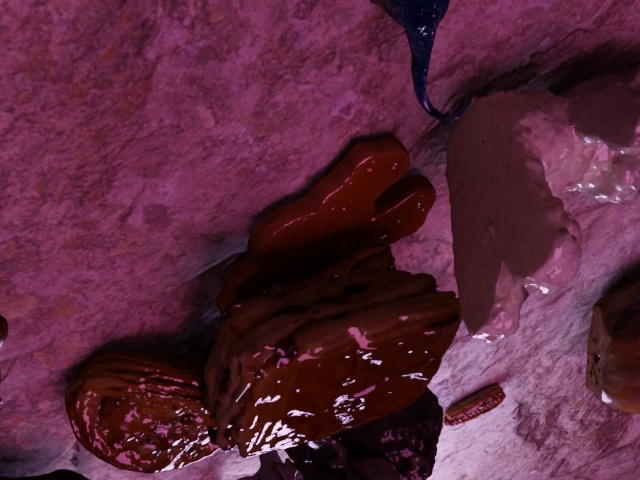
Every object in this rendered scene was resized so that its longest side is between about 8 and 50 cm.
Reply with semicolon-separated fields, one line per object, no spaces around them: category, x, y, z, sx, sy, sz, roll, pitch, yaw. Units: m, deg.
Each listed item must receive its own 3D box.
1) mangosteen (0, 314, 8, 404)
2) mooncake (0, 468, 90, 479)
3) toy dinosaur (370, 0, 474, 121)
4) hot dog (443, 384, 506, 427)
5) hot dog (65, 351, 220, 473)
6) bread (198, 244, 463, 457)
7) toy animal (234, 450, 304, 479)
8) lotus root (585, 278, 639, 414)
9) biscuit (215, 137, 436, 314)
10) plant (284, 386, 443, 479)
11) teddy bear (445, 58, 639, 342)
mangosteen;-0.412;0.123;0.915;0.146;0.181;0.156;9;114;-33
mooncake;-0.485;0.439;1.202;0.350;0.212;0.381;-29;146;5
toy dinosaur;0.088;-0.262;0.854;0.076;0.147;0.363;-24;150;-6
hot dog;0.314;0.342;1.782;0.144;0.038;0.062;-25;143;-7
hot dog;-0.218;0.233;1.227;0.272;0.122;0.196;16;121;-46
bread;0.002;0.139;1.148;0.324;0.167;0.277;-11;143;-23
toy animal;-0.069;0.497;1.496;0.225;0.284;0.302;-15;142;-16
lotus root;0.633;0.194;1.689;0.250;0.316;0.316;-7;140;-1
biscuit;0.000;0.000;1.169;0.334;0.047;0.202;-40;142;9
plant;0.056;0.328;1.358;0.213;0.215;0.312;-44;179;34
teddy bear;0.354;-0.070;1.115;0.362;0.375;0.327;5;145;-19
